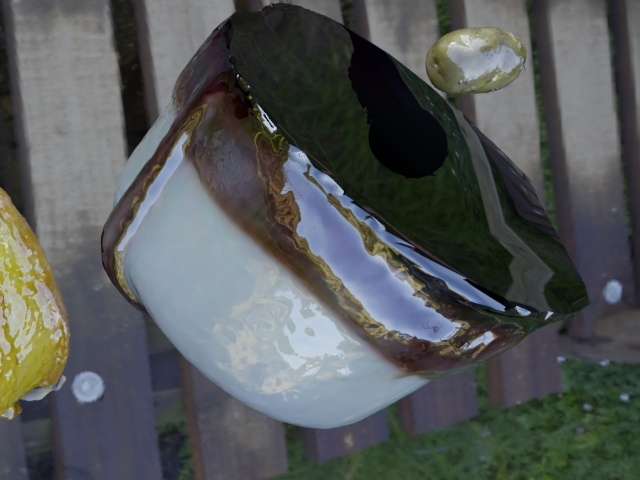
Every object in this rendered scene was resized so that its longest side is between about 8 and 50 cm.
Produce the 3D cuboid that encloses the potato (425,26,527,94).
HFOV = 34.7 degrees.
[{"bbox_3d":[0.106,-0.123,0.696,0.083,0.040,0.051,-5,138,-40],"label":"potato"}]

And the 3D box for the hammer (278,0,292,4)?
[{"bbox_3d":[-0.028,-0.196,0.934,0.058,0.029,0.292,19,49,-36],"label":"hammer"}]

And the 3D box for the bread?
[{"bbox_3d":[-0.442,0.069,1.049,0.204,0.337,0.358,-58,135,-46],"label":"bread"}]

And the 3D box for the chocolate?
[{"bbox_3d":[0.000,0.000,0.649,0.283,0.283,0.186,16,125,-38],"label":"chocolate"}]
